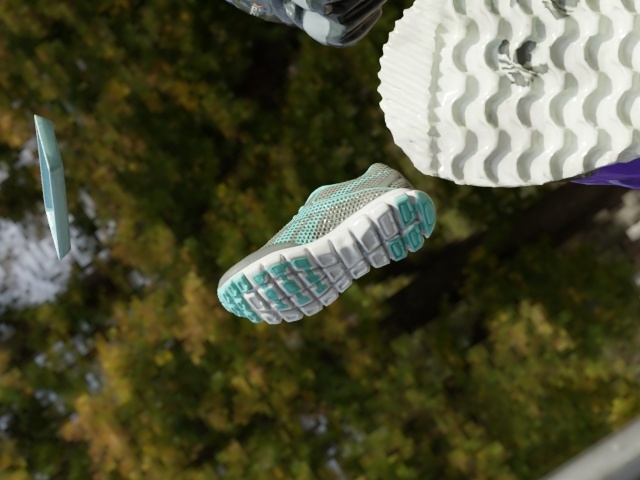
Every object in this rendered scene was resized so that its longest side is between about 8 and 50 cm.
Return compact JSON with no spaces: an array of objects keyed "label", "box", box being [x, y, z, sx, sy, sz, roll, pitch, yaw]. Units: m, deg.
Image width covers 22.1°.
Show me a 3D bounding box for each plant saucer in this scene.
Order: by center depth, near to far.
[{"label":"plant saucer","box":[-0.271,-0.052,1.665,0.192,0.018,0.067,103,152,-61]}]

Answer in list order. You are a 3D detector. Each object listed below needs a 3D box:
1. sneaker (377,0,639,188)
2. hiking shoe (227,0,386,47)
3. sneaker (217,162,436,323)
[{"label":"sneaker","box":[0.182,-0.067,0.635,0.146,0.293,0.102,-8,-78,-70]},{"label":"hiking shoe","box":[-0.063,-0.206,0.739,0.132,0.113,0.304,13,146,30]},{"label":"sneaker","box":[0.000,0.000,1.182,0.065,0.166,0.076,64,179,-38]}]
